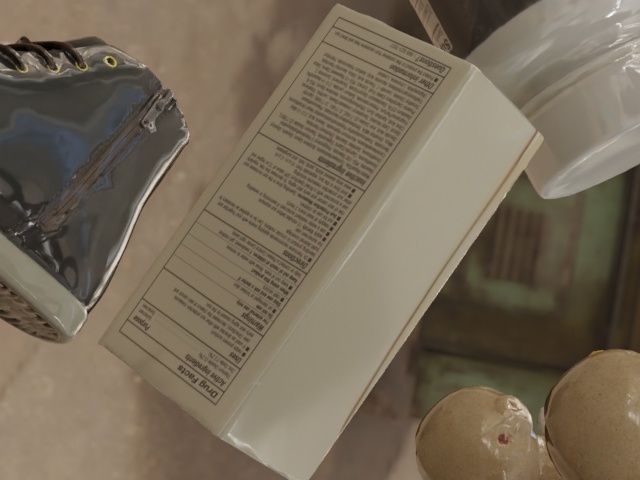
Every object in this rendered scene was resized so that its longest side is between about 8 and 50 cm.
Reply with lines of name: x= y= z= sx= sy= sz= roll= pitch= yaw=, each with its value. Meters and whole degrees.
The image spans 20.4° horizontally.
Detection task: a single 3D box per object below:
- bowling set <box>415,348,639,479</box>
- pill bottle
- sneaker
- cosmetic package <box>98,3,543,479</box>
bowling set: x=0.105 y=0.092 z=0.468 sx=0.287 sy=0.154 sz=0.200 roll=-95 pitch=-158 yaw=-52
pill bottle: x=0.166 y=-0.229 z=1.425 sx=0.361 sy=0.204 sz=0.204 roll=62 pitch=21 yaw=12
sneaker: x=-0.153 y=-0.065 z=0.734 sx=0.222 sy=0.083 sz=0.118 roll=48 pitch=63 yaw=-38
cosmetic package: x=0.000 y=0.000 z=1.284 sx=0.309 sy=0.160 sz=0.113 roll=-55 pitch=136 yaw=-2
